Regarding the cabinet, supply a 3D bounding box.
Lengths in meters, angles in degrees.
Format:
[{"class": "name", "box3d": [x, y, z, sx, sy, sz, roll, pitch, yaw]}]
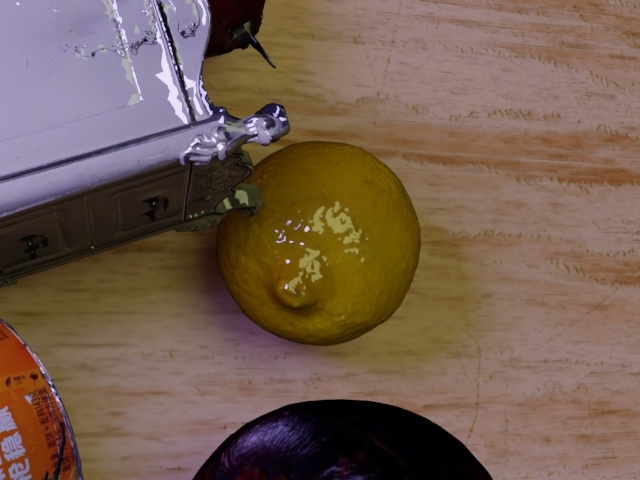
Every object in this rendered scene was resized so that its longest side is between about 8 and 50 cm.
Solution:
[{"class": "cabinet", "box3d": [-0.214, -0.100, 1.420, 0.318, 0.290, 0.227, -17, 81, -10]}]

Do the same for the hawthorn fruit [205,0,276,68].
[{"class": "hawthorn fruit", "box3d": [-0.124, -0.244, 1.657, 0.181, 0.181, 0.235, -33, 87, -35]}]

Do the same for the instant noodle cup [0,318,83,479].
[{"class": "instant noodle cup", "box3d": [-0.326, 0.178, 1.331, 0.214, 0.296, 0.296, -19, 83, -42]}]

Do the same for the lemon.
[{"class": "lemon", "box3d": [0.000, 0.000, 1.644, 0.187, 0.187, 0.244, 51, 24, -6]}]

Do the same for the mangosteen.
[{"class": "mangosteen", "box3d": [0.029, 0.297, 1.506, 0.347, 0.307, 0.307, 46, 50, -45]}]
